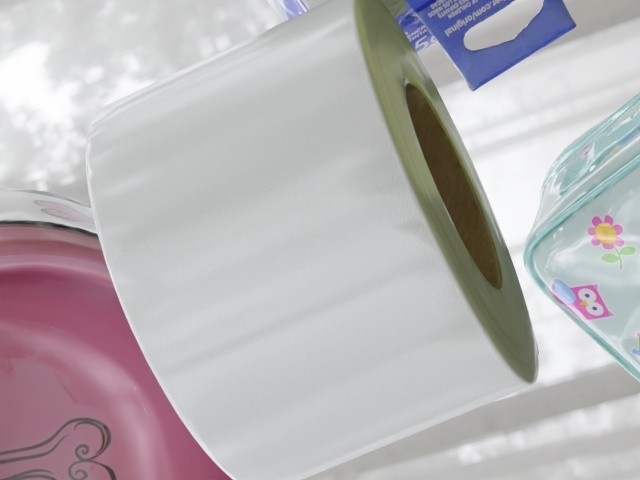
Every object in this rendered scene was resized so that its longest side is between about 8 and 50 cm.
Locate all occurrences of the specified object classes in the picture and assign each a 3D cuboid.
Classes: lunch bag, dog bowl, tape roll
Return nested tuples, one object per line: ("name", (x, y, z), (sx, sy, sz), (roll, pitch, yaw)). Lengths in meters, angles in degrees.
("lunch bag", (0.278, -0.022, 1.212), (0.224, 0.279, 0.108), (41, -140, -10))
("dog bowl", (-0.216, 0.166, 1.298), (0.408, 0.408, 0.150), (67, 162, -10))
("tape roll", (0.000, 0.000, 1.073), (0.246, 0.169, 0.246), (59, -165, -26))

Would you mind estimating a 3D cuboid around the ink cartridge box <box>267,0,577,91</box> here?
("ink cartridge box", (0.045, -0.302, 1.485), (0.395, 0.270, 0.151), (56, 176, 24))
